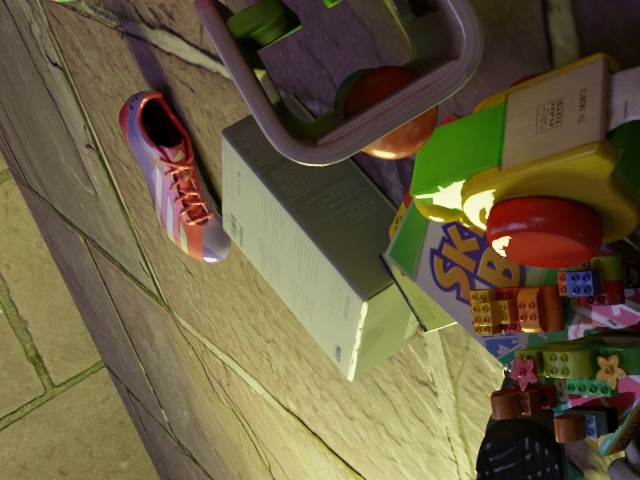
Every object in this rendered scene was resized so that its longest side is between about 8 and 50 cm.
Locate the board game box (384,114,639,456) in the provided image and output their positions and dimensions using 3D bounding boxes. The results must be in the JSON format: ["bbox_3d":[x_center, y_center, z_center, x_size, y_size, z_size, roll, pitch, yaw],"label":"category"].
[{"bbox_3d":[0.146,0.022,0.760,0.259,0.039,0.124,45,123,36],"label":"board game box"}]

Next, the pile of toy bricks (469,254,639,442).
[{"bbox_3d":[0.162,0.070,0.647,0.212,0.105,0.118,-8,89,46],"label":"pile of toy bricks"}]

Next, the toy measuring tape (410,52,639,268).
[{"bbox_3d":[0.181,-0.054,0.595,0.330,0.121,0.121,-17,104,50],"label":"toy measuring tape"}]

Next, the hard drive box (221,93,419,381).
[{"bbox_3d":[0.000,0.000,1.053,0.232,0.089,0.181,50,158,22],"label":"hard drive box"}]

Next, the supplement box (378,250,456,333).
[{"bbox_3d":[0.106,0.027,0.898,0.083,0.056,0.083,59,159,2],"label":"supplement box"}]

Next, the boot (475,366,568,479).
[{"bbox_3d":[0.174,0.197,0.858,0.084,0.161,0.246,4,121,15],"label":"boot"}]

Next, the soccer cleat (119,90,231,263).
[{"bbox_3d":[-0.187,-0.082,1.379,0.248,0.083,0.095,63,154,-5],"label":"soccer cleat"}]

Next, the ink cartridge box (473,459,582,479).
[{"bbox_3d":[0.149,0.270,0.958,0.061,0.181,0.104,43,154,35],"label":"ink cartridge box"}]

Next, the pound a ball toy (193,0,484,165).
[{"bbox_3d":[0.052,-0.133,0.639,0.135,0.208,0.319,59,-177,-9],"label":"pound a ball toy"}]

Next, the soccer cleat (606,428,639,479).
[{"bbox_3d":[0.257,0.211,0.770,0.331,0.116,0.143,105,146,-59],"label":"soccer cleat"}]
